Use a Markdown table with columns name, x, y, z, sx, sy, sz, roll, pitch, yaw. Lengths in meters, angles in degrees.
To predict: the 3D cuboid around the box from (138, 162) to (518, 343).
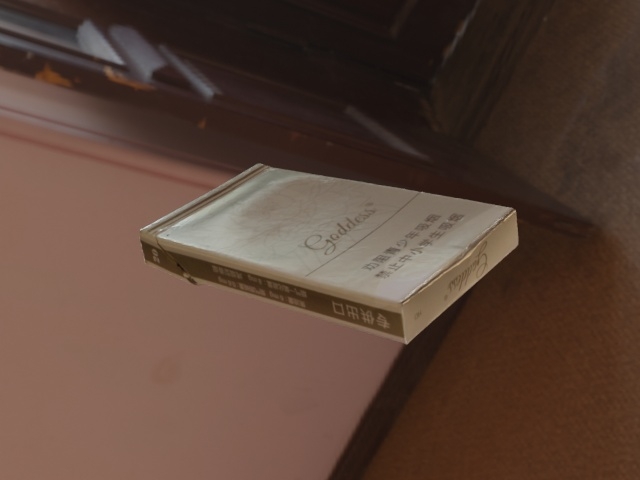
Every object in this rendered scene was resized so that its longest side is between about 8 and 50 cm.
| name | x | y | z | sx | sy | sz | roll | pitch | yaw |
| --- | --- | --- | --- | --- | --- | --- | --- | --- | --- |
| box | 0.000 | 0.000 | 0.549 | 0.198 | 0.109 | 0.029 | 13 | 125 | 40 |
